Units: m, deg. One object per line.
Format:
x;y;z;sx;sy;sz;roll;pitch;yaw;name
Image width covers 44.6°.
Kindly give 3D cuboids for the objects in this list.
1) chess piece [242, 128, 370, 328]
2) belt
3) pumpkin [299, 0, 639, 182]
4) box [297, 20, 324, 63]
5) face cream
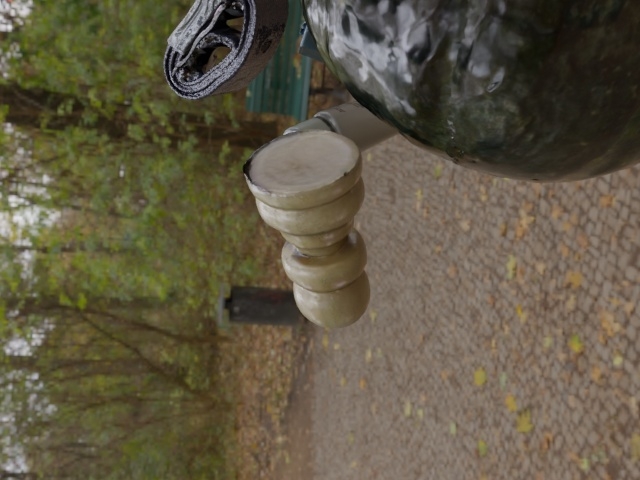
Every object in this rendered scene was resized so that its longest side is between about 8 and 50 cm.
0.000;0.000;0.997;0.142;0.143;0.260;-104;1;-52;chess piece
-0.158;-0.320;1.240;0.139;0.126;0.230;51;128;4;belt
0.195;-0.250;0.764;0.454;0.455;0.343;-100;21;-45;pumpkin
0.002;-0.387;1.542;0.074;0.099;0.054;150;140;-80;box
0.081;-0.200;1.322;0.143;0.315;0.089;28;134;46;face cream
